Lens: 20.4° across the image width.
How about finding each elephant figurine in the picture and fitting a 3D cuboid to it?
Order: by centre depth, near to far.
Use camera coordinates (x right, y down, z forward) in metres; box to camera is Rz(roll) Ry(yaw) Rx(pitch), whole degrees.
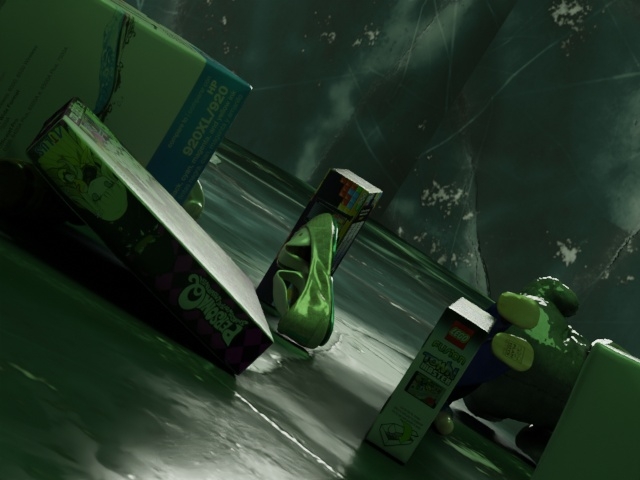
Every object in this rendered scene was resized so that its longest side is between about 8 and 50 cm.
[{"bbox_3d":[0.262,0.157,1.720,0.239,0.186,0.169,38,-35,16],"label":"elephant figurine"}]

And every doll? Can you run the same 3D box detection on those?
[{"bbox_3d":[0.122,0.108,1.542,0.046,0.129,0.189,19,-25,-17],"label":"doll"}]

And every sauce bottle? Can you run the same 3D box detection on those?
[{"bbox_3d":[-0.201,-0.032,1.300,0.042,0.042,0.128,34,6,21],"label":"sauce bottle"}]

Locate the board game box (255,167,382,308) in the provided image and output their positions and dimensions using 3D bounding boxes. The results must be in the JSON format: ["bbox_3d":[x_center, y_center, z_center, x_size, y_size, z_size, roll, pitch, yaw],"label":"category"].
[{"bbox_3d":[0.000,0.000,1.729,0.048,0.141,0.170,33,4,4],"label":"board game box"}]

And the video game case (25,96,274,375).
[{"bbox_3d":[-0.124,-0.010,1.293,0.210,0.042,0.232,48,1,-9],"label":"video game case"}]

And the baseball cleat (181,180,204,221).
[{"bbox_3d":[-0.204,-0.082,1.697,0.206,0.072,0.109,34,-4,-33],"label":"baseball cleat"}]

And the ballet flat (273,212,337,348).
[{"bbox_3d":[-0.014,0.026,1.566,0.052,0.057,0.168,19,35,-14],"label":"ballet flat"}]

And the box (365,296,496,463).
[{"bbox_3d":[0.087,0.102,1.359,0.036,0.114,0.207,33,5,6],"label":"box"}]

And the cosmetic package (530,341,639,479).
[{"bbox_3d":[0.346,0.224,1.242,0.385,0.156,0.217,27,0,19],"label":"cosmetic package"}]

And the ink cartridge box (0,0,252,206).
[{"bbox_3d":[-0.217,-0.133,1.497,0.232,0.168,0.171,29,6,-33],"label":"ink cartridge box"}]
